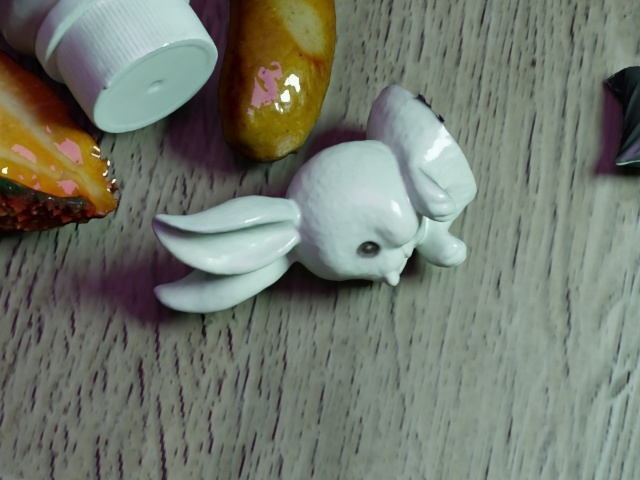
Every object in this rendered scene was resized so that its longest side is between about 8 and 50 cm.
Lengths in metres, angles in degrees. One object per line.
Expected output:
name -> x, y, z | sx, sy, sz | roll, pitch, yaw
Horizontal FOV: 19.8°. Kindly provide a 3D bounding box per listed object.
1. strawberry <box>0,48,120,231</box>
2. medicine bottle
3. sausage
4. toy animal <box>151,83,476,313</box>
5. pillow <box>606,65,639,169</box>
strawberry -> -0.240, -0.064, 1.262 | 0.192, 0.085, 0.140 | 9, 48, -21
medicine bottle -> -0.176, -0.200, 1.289 | 0.147, 0.147, 0.247 | -29, 69, -14
sausage -> -0.046, -0.197, 1.334 | 0.102, 0.076, 0.302 | -14, 66, 0
toy animal -> 0.002, -0.002, 1.234 | 0.220, 0.104, 0.131 | -35, 73, -15
pillow -> 0.282, -0.087, 1.312 | 0.150, 0.048, 0.090 | 3, 68, 2
